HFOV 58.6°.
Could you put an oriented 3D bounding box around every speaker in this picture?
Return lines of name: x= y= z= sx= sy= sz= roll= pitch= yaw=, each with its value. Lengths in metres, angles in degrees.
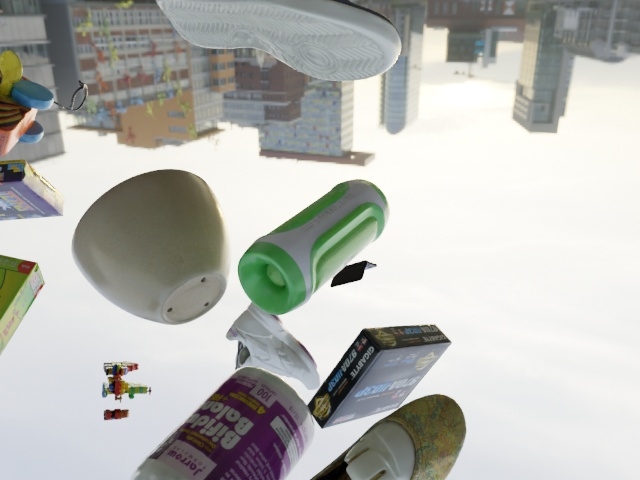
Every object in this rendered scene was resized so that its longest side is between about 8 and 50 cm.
speaker: x=0.000 y=0.000 z=0.942 sx=0.131 sy=0.131 sz=0.296 roll=14 pitch=-146 yaw=31

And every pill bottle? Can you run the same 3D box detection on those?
pill bottle: x=-0.153 y=0.329 z=0.793 sx=0.169 sy=0.169 sz=0.301 roll=13 pitch=-145 yaw=30

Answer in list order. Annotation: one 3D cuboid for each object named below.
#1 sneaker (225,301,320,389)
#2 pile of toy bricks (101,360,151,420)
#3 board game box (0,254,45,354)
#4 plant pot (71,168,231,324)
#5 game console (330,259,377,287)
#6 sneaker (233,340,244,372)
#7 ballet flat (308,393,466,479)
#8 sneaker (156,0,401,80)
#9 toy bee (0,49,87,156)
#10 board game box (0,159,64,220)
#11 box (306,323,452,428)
sneaker: x=-0.120 y=0.292 z=1.459 sx=0.152 sy=0.305 sz=0.114 roll=-43 pitch=-157 yaw=-10
pile of toy bricks: x=-0.452 y=0.350 z=1.342 sx=0.105 sy=0.118 sz=0.212 roll=4 pitch=179 yaw=-24
board game box: x=-0.380 y=0.094 z=0.600 sx=0.092 sy=0.043 sz=0.181 roll=13 pitch=-132 yaw=-1
plant pot: x=-0.273 y=0.040 z=1.035 sx=0.284 sy=0.284 sz=0.191 roll=-17 pitch=-127 yaw=-36
game console: x=0.104 y=0.109 z=1.769 sx=0.122 sy=0.071 sz=0.107 roll=-17 pitch=158 yaw=34
sneaker: x=-0.183 y=0.374 z=1.563 sx=0.101 sy=0.269 sz=0.153 roll=1 pitch=-173 yaw=-18
ballet flat: x=0.045 y=0.330 z=0.754 sx=0.123 sy=0.348 sz=0.123 roll=43 pitch=-169 yaw=-11
sneaker: x=-0.044 y=-0.313 z=0.721 sx=0.349 sy=0.131 sz=0.148 roll=22 pitch=-106 yaw=22
toy bee: x=-0.578 y=-0.250 z=1.048 sx=0.162 sy=0.195 sz=0.298 roll=27 pitch=-173 yaw=-10
board game box: x=-0.596 y=-0.091 z=1.092 sx=0.140 sy=0.048 sz=0.170 roll=-3 pitch=161 yaw=0
box: x=0.102 y=0.219 z=0.949 sx=0.220 sy=0.175 sz=0.051 roll=7 pitch=-147 yaw=-49
